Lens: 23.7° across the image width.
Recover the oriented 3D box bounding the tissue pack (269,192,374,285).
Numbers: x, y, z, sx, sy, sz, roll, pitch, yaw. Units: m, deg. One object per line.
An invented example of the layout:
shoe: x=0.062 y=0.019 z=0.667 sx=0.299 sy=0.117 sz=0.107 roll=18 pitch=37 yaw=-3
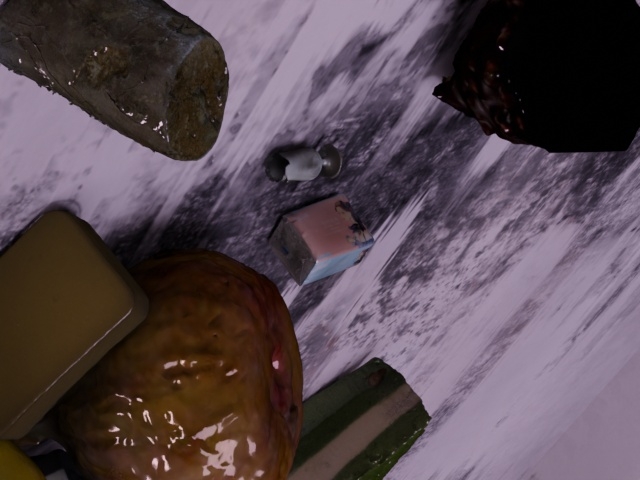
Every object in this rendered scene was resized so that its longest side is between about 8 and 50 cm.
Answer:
tissue pack: x=0.000 y=0.000 z=1.682 sx=0.094 sy=0.074 sz=0.059 roll=-21 pitch=158 yaw=-41

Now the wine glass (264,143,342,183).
wine glass: x=-0.020 y=-0.077 z=1.557 sx=0.083 sy=0.042 sz=0.039 roll=-12 pitch=107 yaw=-44

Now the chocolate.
chocolate: x=0.210 y=-0.194 z=1.615 sx=0.224 sy=0.206 sz=0.177 roll=-4 pitch=-177 yaw=-41

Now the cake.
cake: x=0.003 y=0.299 z=2.129 sx=0.283 sy=0.158 sz=0.172 roll=-50 pitch=154 yaw=18

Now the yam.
yam: x=-0.144 y=-0.133 z=1.102 sx=0.107 sy=0.183 sz=0.107 roll=-39 pitch=148 yaw=-31

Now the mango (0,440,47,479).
mango: x=-0.331 y=0.235 z=1.448 sx=0.137 sy=0.091 sz=0.237 roll=-11 pitch=128 yaw=16

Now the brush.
brush: x=-0.255 y=0.078 z=1.359 sx=0.197 sy=0.123 sz=0.059 roll=-44 pitch=161 yaw=10

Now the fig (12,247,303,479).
fig: x=-0.206 y=0.158 z=1.517 sx=0.369 sy=0.286 sz=0.286 roll=-9 pitch=157 yaw=5

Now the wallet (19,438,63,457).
wallet: x=-0.315 y=0.256 z=1.720 sx=0.061 sy=0.025 sz=0.122 roll=-29 pitch=155 yaw=-20

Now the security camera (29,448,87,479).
security camera: x=-0.289 y=0.390 z=1.638 sx=0.191 sy=0.277 sz=0.197 roll=-28 pitch=151 yaw=9
